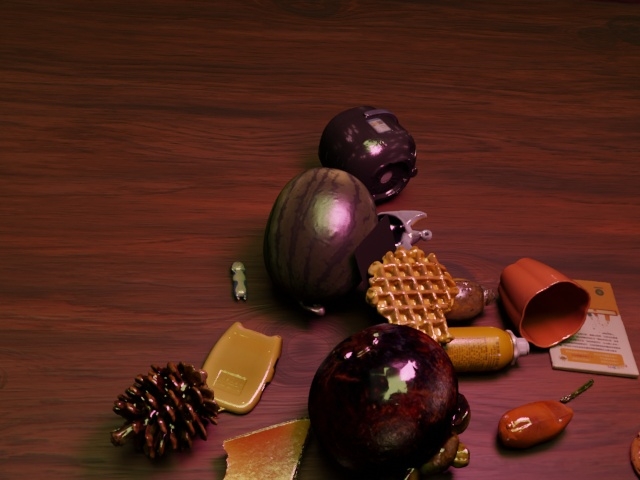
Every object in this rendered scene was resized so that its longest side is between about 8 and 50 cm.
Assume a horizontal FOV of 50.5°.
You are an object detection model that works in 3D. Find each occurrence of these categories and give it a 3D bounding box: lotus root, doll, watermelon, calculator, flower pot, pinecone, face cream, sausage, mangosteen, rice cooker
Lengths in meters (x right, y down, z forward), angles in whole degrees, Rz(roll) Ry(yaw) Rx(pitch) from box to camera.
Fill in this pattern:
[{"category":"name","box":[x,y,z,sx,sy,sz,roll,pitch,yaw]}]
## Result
[{"category":"lotus root","box":[0.330,0.149,1.668,0.210,0.120,0.120,-4,46,-10]},{"category":"doll","box":[0.137,-0.014,1.813,0.317,0.103,0.145,4,25,8]},{"category":"doll","box":[-0.203,0.100,1.700,0.037,0.027,0.125,2,44,-17]},{"category":"watermelon","box":[0.000,0.000,1.645,0.279,0.279,0.359,14,74,6]},{"category":"calculator","box":[-0.180,0.282,1.516,0.157,0.033,0.236,17,47,8]},{"category":"flower pot","box":[0.531,0.135,1.663,0.191,0.190,0.173,-5,31,-13]},{"category":"pinecone","box":[-0.310,0.337,1.342,0.212,0.185,0.168,-24,27,-11]},{"category":"face cream","box":[0.309,0.252,1.566,0.349,0.105,0.105,0,45,-8]},{"category":"sausage","box":[0.460,0.395,1.466,0.179,0.089,0.089,-8,47,-21]},{"category":"mangosteen","box":[0.131,0.327,1.347,0.330,0.330,0.330,4,45,-4]},{"category":"rice cooker","box":[0.141,-0.239,1.941,0.267,0.267,0.224,-21,52,-26]}]

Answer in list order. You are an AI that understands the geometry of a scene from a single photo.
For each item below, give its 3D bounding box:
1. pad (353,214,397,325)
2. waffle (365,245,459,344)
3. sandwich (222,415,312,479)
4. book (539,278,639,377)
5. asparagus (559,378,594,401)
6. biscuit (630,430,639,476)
[{"category":"pad","box":[0.150,0.088,1.616,0.009,0.265,0.159,5,36,37]},{"category":"waffle","box":[0.223,0.125,1.543,0.249,0.056,0.253,45,50,13]},{"category":"sandwich","box":[-0.115,0.428,1.360,0.163,0.058,0.193,15,47,8]},{"category":"book","box":[0.665,0.210,1.719,0.208,0.020,0.295,7,45,-1]},{"category":"asparagus","box":[0.593,0.350,1.572,0.114,0.014,0.015,-23,73,-29]},{"category":"biscuit","box":[0.779,0.480,1.449,0.226,0.042,0.225,3,45,-3]}]
